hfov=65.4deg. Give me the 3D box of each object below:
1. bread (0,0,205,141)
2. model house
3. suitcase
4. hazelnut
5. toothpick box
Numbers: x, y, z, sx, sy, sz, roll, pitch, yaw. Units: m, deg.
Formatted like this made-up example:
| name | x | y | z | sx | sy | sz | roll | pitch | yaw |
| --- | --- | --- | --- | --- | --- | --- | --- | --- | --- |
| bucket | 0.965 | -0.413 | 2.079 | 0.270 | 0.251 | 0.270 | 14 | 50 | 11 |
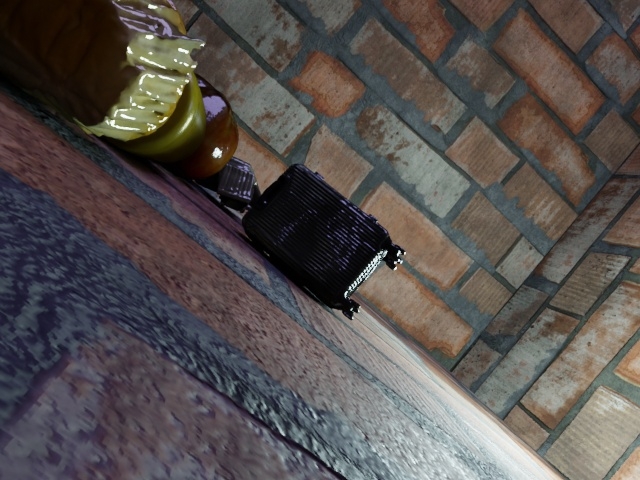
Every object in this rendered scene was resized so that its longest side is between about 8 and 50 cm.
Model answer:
| name | x | y | z | sx | sy | sz | roll | pitch | yaw |
| --- | --- | --- | --- | --- | --- | --- | --- | --- | --- |
| bread | -0.335 | -0.289 | 0.594 | 0.389 | 0.236 | 0.183 | 48 | 15 | -3 |
| model house | -0.253 | -0.154 | 1.299 | 0.229 | 0.122 | 0.188 | 26 | 16 | -12 |
| suitcase | 0.000 | 0.000 | 1.039 | 0.312 | 0.202 | 0.128 | 39 | -11 | 12 |
| hazelnut | -0.303 | -0.266 | 1.117 | 0.251 | 0.217 | 0.217 | 53 | 2 | 9 |
| toothpick box | -0.285 | -0.222 | 0.863 | 0.175 | 0.175 | 0.271 | 40 | -4 | -6 |
